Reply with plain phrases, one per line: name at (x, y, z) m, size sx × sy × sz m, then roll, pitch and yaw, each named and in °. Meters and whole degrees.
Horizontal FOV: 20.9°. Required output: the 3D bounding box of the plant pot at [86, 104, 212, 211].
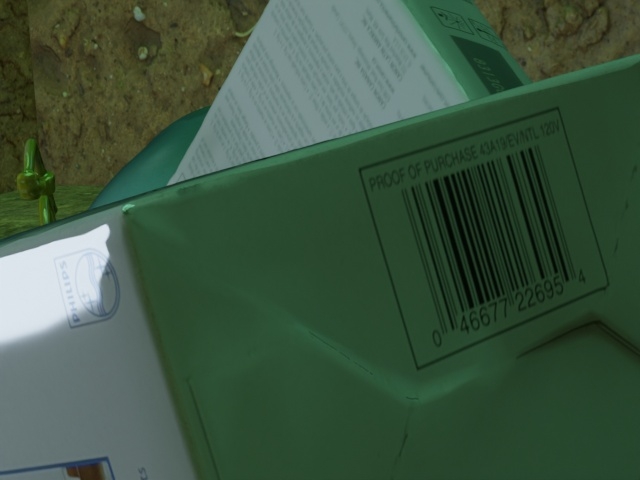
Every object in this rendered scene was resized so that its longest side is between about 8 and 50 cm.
plant pot at (-0.091, 0.046, 1.502) m, size 0.293 × 0.293 × 0.235 m, roll 0°, pitch 17°, yaw 19°

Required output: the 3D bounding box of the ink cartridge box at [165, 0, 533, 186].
ink cartridge box at (0.000, 0.000, 1.211) m, size 0.091 × 0.385 × 0.308 m, roll 12°, pitch 32°, yaw -31°

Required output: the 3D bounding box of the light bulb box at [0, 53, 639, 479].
light bulb box at (-0.036, 0.081, 0.858) m, size 0.358 × 0.225 × 0.361 m, roll -18°, pitch 3°, yaw -43°

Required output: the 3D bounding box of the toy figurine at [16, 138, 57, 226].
toy figurine at (-0.234, 0.126, 1.193) m, size 0.217 × 0.191 × 0.362 m, roll -26°, pitch 44°, yaw 3°
